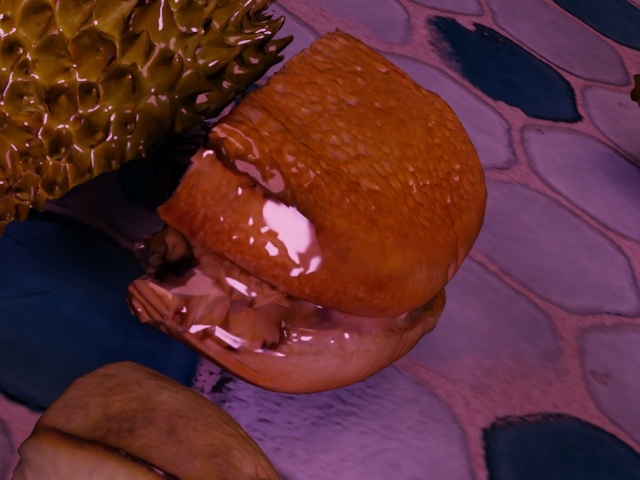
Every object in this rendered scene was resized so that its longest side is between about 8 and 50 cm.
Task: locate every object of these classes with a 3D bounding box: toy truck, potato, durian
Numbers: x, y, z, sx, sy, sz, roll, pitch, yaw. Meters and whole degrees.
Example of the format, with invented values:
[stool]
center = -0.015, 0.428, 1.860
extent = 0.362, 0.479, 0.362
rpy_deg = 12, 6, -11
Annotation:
[toy truck]
center = -0.090, -0.049, 0.982
extent = 0.044, 0.039, 0.083
rpy_deg = 18, 27, 9
[potato]
center = -0.036, 0.105, 0.662
extent = 0.149, 0.081, 0.120
rpy_deg = 33, 31, 10
[durian]
center = -0.118, -0.127, 0.924
extent = 0.157, 0.169, 0.355
rpy_deg = 51, 27, -8

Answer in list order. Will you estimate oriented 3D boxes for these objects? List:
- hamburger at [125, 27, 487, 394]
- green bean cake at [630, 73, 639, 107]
[hamburger]
center = 0.000, 0.000, 0.875
extent = 0.156, 0.144, 0.283
rpy_deg = 40, 29, 0
[green bean cake]
center = 0.412, -0.061, 1.335
extent = 0.310, 0.202, 0.285
rpy_deg = 0, 51, -42
